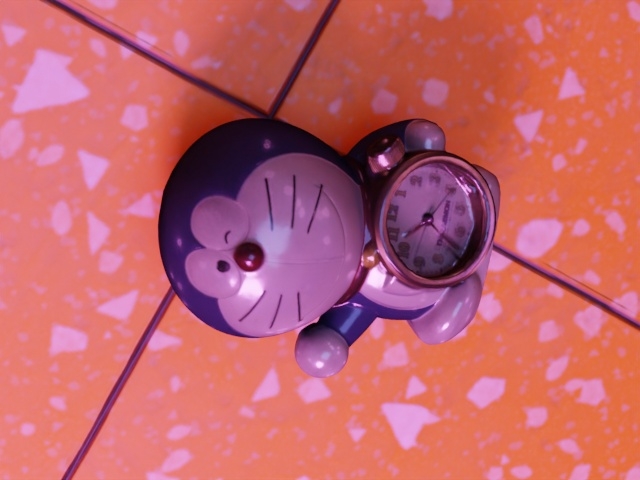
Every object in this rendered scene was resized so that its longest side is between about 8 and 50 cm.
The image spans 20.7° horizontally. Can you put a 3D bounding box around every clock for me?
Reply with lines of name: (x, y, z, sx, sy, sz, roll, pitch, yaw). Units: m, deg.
clock: (0.000, 0.000, 1.273, 0.243, 0.146, 0.199, 7, 97, -24)
